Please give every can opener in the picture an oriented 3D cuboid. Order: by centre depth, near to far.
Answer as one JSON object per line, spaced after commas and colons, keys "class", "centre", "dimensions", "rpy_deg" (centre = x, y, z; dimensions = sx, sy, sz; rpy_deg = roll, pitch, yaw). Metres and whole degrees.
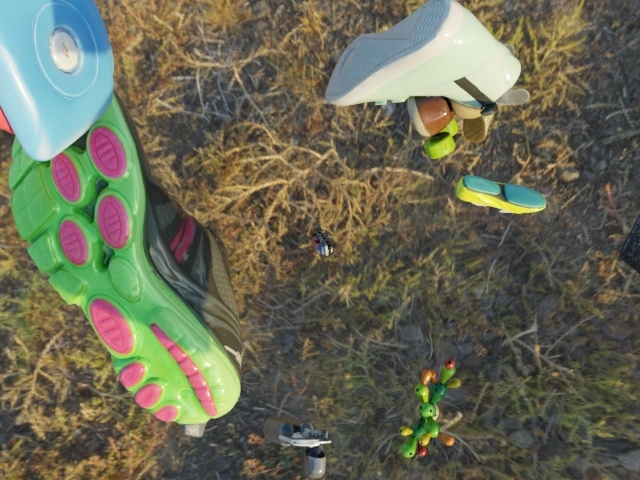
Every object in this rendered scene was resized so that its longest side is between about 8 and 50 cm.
{"class": "can opener", "centre": [-0.052, 0.405, 1.135], "dimensions": [0.076, 0.283, 0.095], "rpy_deg": [4, 75, -17]}

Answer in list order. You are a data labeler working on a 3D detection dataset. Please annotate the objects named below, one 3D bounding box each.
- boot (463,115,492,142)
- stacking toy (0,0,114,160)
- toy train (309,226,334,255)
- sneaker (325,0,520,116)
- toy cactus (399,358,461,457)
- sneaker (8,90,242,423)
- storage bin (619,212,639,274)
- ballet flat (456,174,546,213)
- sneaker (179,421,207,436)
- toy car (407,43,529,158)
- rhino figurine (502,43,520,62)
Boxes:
{"class": "boot", "centre": [0.414, -0.378, 1.458], "dimensions": [0.077, 0.213, 0.165], "rpy_deg": [13, 46, 23]}
{"class": "stacking toy", "centre": [-0.387, -0.184, 0.594], "dimensions": [0.302, 0.175, 0.165], "rpy_deg": [0, 39, 15]}
{"class": "toy train", "centre": [0.000, 0.000, 1.305], "dimensions": [0.036, 0.158, 0.027], "rpy_deg": [-9, 108, -9]}
{"class": "sneaker", "centre": [0.118, -0.192, 0.709], "dimensions": [0.151, 0.256, 0.094], "rpy_deg": [23, 78, -29]}
{"class": "toy cactus", "centre": [0.243, 0.368, 1.250], "dimensions": [0.112, 0.180, 0.218], "rpy_deg": [16, 74, 14]}
{"class": "sneaker", "centre": [-0.240, 0.015, 0.774], "dimensions": [0.185, 0.202, 0.482], "rpy_deg": [-15, 108, 11]}
{"class": "storage bin", "centre": [0.469, -0.008, 0.685], "dimensions": [0.180, 0.122, 0.084], "rpy_deg": [-5, 37, -21]}
{"class": "ballet flat", "centre": [0.460, -0.111, 1.491], "dimensions": [0.231, 0.077, 0.077], "rpy_deg": [14, 53, -4]}
{"class": "sneaker", "centre": [-0.283, 0.326, 1.250], "dimensions": [0.111, 0.300, 0.121], "rpy_deg": [0, 94, -8]}
{"class": "toy car", "centre": [0.247, -0.254, 0.979], "dimensions": [0.189, 0.149, 0.155], "rpy_deg": [-17, 116, 27]}
{"class": "rhino figurine", "centre": [0.315, -0.333, 1.145], "dimensions": [0.106, 0.243, 0.073], "rpy_deg": [-44, 103, -1]}
